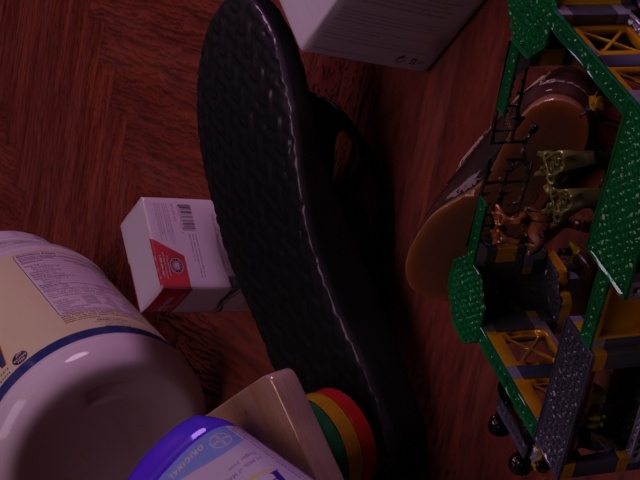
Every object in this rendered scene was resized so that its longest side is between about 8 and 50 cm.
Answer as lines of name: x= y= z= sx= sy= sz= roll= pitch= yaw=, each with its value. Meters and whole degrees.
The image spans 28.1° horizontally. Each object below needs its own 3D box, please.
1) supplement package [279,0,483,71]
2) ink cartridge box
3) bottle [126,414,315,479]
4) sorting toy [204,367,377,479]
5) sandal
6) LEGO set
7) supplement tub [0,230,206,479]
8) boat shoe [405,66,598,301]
supplement package: x=0.076 y=-0.268 z=0.989 sx=0.244 sy=0.134 sz=0.139 roll=-50 pitch=50 yaw=38
ink cartridge box: x=-0.111 y=0.015 z=1.217 sx=0.056 sy=0.135 sz=0.099 roll=-45 pitch=52 yaw=46
bottle: x=-0.023 y=0.224 z=0.875 sx=0.118 sy=0.092 sz=0.283 roll=-46 pitch=43 yaw=-16
sorting toy: x=-0.013 y=0.251 z=1.050 sx=0.255 sy=0.089 sz=0.257 roll=-39 pitch=72 yaw=52
sandal: x=-0.001 y=0.002 z=1.114 sx=0.167 sy=0.107 sz=0.446 roll=-25 pitch=81 yaw=53
LEGO set: x=0.219 y=-0.012 z=0.772 sx=0.255 sy=0.192 sz=0.331 roll=-121 pitch=32 yaw=-58
supplement tub: x=-0.291 y=0.143 z=1.364 sx=0.325 sy=0.235 sz=0.235 roll=37 pitch=116 yaw=48
boat shoe: x=0.136 y=-0.040 z=0.953 sx=0.207 sy=0.073 sz=0.073 roll=-51 pitch=11 yaw=34
